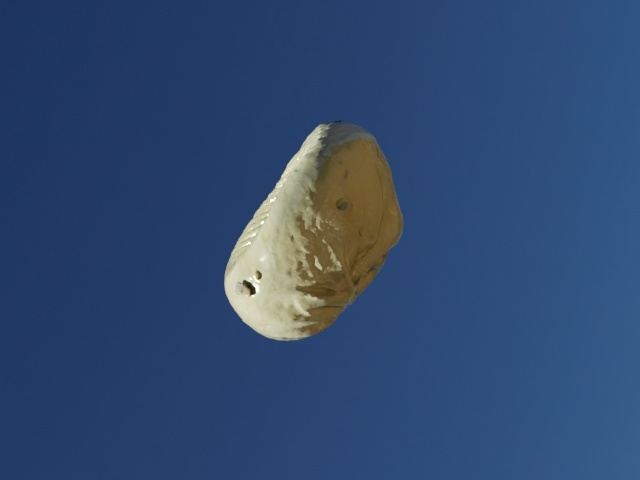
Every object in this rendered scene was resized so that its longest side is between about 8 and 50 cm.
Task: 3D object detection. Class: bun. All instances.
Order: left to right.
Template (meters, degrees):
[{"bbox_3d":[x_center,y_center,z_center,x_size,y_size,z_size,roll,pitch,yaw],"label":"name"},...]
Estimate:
[{"bbox_3d":[0.000,0.000,1.599,0.259,0.160,0.259,-55,9,13],"label":"bun"}]
